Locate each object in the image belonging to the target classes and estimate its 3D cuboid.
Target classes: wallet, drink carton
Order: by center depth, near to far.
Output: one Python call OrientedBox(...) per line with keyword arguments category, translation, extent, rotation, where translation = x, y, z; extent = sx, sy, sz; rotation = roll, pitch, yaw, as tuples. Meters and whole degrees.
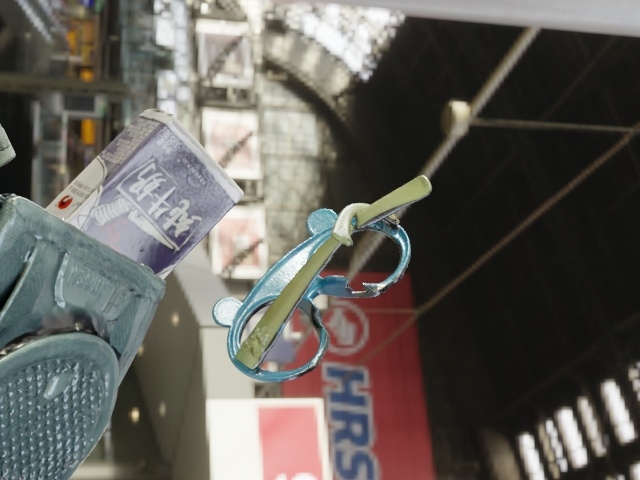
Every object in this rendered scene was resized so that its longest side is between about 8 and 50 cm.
OrientedBox(category="wallet", translation=(-0.234, 0.104, 1.004), extent=(0.237, 0.075, 0.342), rotation=(-62, 163, -5))
OrientedBox(category="drink carton", translation=(-0.219, -0.028, 1.424), extent=(0.222, 0.134, 0.102), rotation=(-47, -152, -12))

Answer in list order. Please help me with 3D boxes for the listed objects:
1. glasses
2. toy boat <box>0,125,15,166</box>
OrientedBox(category="glasses", translation=(0.024, 0.029, 1.131), extent=(0.102, 0.239, 0.207), rotation=(51, -32, -7))
OrientedBox(category="toy boat", translation=(-0.462, -0.225, 1.432), extent=(0.141, 0.092, 0.319), rotation=(0, -61, 41))
